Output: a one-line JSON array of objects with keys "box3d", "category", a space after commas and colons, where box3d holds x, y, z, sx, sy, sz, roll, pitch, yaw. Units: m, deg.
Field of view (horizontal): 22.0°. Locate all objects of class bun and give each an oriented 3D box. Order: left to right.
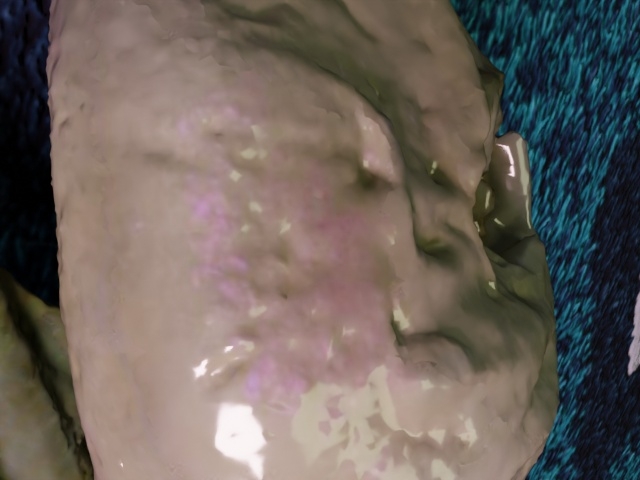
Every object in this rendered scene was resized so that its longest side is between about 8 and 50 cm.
[{"box3d": [0.000, 0.000, 0.774, 0.361, 0.213, 0.361, -6, 90, -86], "category": "bun"}]

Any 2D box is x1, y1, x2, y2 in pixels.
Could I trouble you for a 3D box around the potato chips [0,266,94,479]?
[{"box3d": [-0.254, 0.146, 0.629, 0.373, 0.097, 0.389, -53, 146, -3], "category": "potato chips"}]
